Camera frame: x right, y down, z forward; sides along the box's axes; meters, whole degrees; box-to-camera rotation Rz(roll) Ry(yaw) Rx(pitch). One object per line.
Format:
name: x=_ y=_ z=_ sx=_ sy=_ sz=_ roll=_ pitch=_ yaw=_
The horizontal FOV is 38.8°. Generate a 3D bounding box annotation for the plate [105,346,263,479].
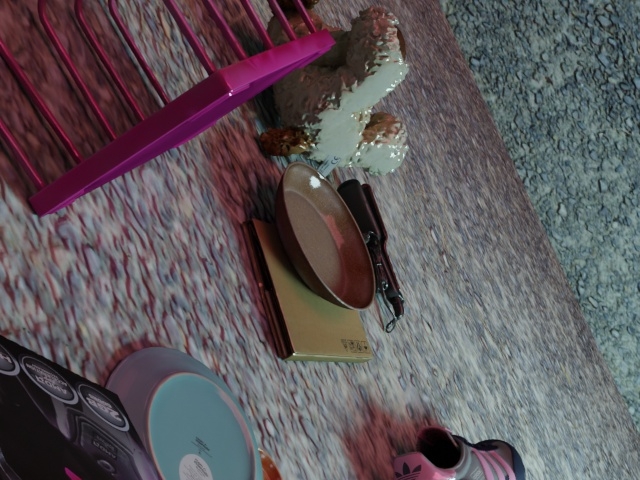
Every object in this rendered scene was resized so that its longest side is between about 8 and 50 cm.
plate: x=-0.103 y=0.171 z=0.746 sx=0.188 sy=0.024 sz=0.188 roll=42 pitch=32 yaw=-34

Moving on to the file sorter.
file sorter: x=-0.150 y=-0.181 z=0.802 sx=0.182 sy=0.202 sz=0.290 roll=58 pitch=23 yaw=-8

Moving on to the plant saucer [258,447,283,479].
plant saucer: x=-0.058 y=0.228 z=0.820 sx=0.083 sy=0.013 sz=0.083 roll=47 pitch=29 yaw=-37

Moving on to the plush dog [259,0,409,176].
plush dog: x=-0.008 y=-0.216 z=1.229 sx=0.262 sy=0.211 sz=0.225 roll=81 pitch=-13 yaw=-51

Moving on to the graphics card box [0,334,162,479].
graphics card box: x=-0.136 y=0.170 z=0.402 sx=0.233 sy=0.094 sz=0.371 roll=40 pitch=2 yaw=-43

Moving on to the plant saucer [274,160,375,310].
plant saucer: x=0.000 y=0.000 z=1.097 sx=0.198 sy=0.036 sz=0.198 roll=47 pitch=27 yaw=-33

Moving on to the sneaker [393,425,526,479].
sneaker: x=0.180 y=0.284 z=1.154 sx=0.319 sy=0.112 sz=0.131 roll=-13 pitch=81 yaw=-68

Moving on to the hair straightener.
hair straightener: x=0.066 y=0.019 z=1.280 sx=0.089 sy=0.047 sz=0.230 roll=18 pitch=55 yaw=-60

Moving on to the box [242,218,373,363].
box: x=-0.012 y=0.064 z=1.077 sx=0.201 sy=0.021 sz=0.164 roll=16 pitch=52 yaw=-60
